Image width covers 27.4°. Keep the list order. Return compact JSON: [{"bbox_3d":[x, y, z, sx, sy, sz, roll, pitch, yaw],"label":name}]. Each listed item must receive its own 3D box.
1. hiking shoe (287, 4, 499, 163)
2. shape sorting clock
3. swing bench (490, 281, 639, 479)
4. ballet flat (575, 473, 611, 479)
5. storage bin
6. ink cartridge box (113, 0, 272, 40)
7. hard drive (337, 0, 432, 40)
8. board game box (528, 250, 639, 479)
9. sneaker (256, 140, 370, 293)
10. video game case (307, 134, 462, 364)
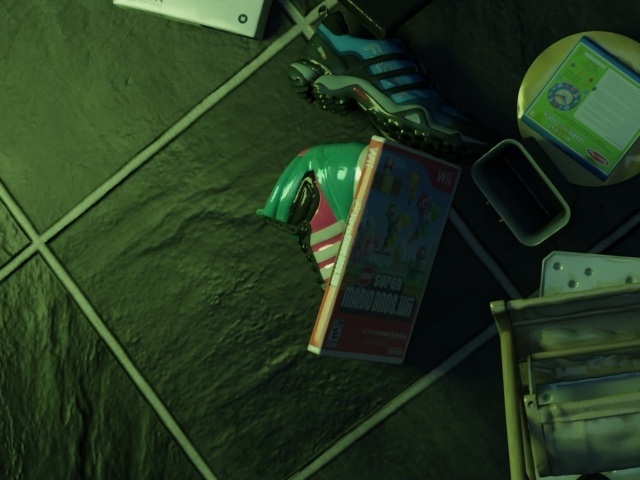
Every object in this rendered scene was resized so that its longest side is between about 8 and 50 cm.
[{"bbox_3d":[0.111,-0.208,1.769,0.304,0.113,0.132,25,83,4],"label":"hiking shoe"},{"bbox_3d":[0.365,-0.175,1.751,0.206,0.040,0.206,0,91,15],"label":"shape sorting clock"},{"bbox_3d":[0.357,0.192,1.627,0.253,0.165,0.254,-9,63,12],"label":"swing bench"},{"bbox_3d":[0.385,0.375,1.694,0.057,0.049,0.173,-26,89,-18],"label":"ballet flat"},{"bbox_3d":[0.274,-0.069,1.736,0.098,0.091,0.135,-39,85,32],"label":"storage bin"},{"bbox_3d":[-0.162,-0.415,1.859,0.223,0.045,0.224,14,91,12],"label":"ink cartridge box"},{"bbox_3d":[0.095,-0.339,1.780,0.094,0.022,0.135,44,61,9],"label":"hard drive"},{"bbox_3d":[0.472,0.223,1.719,0.390,0.050,0.389,5,90,11],"label":"board game box"},{"bbox_3d":[0.000,0.000,1.784,0.178,0.124,0.295,14,110,28],"label":"sneaker"},{"bbox_3d":[0.089,0.019,1.726,0.025,0.204,0.285,18,93,36],"label":"video game case"}]
